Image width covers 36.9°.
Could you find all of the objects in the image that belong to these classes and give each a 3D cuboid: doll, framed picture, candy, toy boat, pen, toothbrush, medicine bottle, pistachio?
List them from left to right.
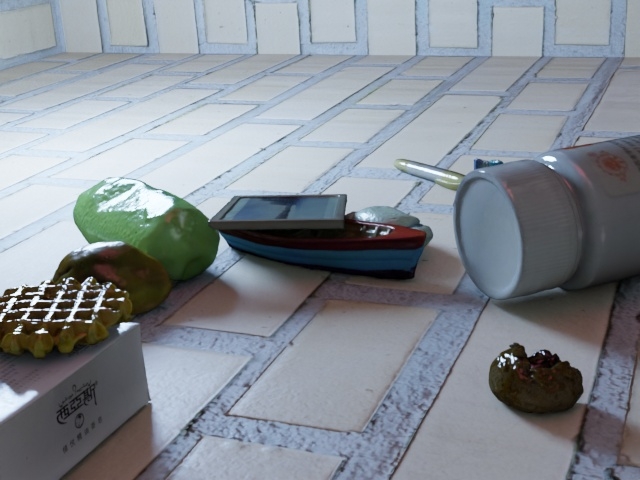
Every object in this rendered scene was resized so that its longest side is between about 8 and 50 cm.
[{"bbox_3d":[-0.319,0.056,1.438,0.189,0.110,0.100,2,-3,11],"label":"pistachio"},{"bbox_3d":[-0.305,-0.021,1.631,0.343,0.132,0.142,22,74,52],"label":"candy"},{"bbox_3d":[-0.061,-0.051,1.619,0.213,0.016,0.289,0,11,3],"label":"framed picture"},{"bbox_3d":[0.000,0.000,1.572,0.392,0.080,0.136,9,21,34],"label":"toy boat"},{"bbox_3d":[0.113,-0.023,1.619,0.103,0.072,0.214,-14,17,-31],"label":"doll"},{"bbox_3d":[0.226,-0.135,1.973,0.040,0.032,0.233,-40,33,-21],"label":"pen"},{"bbox_3d":[0.514,-0.134,1.920,0.417,0.040,0.042,4,19,6],"label":"toothbrush"},{"bbox_3d":[0.403,-0.039,1.421,0.371,0.211,0.211,-11,21,-19],"label":"medicine bottle"}]

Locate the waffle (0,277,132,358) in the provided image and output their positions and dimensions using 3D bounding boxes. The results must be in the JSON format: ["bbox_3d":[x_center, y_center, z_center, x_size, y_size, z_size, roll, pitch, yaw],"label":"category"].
[{"bbox_3d":[-0.310,0.086,1.117,0.191,0.038,0.191,-1,18,0],"label":"waffle"}]

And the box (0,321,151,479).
[{"bbox_3d":[-0.354,0.182,1.085,0.203,0.116,0.274,5,20,22],"label":"box"}]

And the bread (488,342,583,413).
[{"bbox_3d":[0.246,0.161,1.123,0.113,0.060,0.082,16,25,39],"label":"bread"}]
